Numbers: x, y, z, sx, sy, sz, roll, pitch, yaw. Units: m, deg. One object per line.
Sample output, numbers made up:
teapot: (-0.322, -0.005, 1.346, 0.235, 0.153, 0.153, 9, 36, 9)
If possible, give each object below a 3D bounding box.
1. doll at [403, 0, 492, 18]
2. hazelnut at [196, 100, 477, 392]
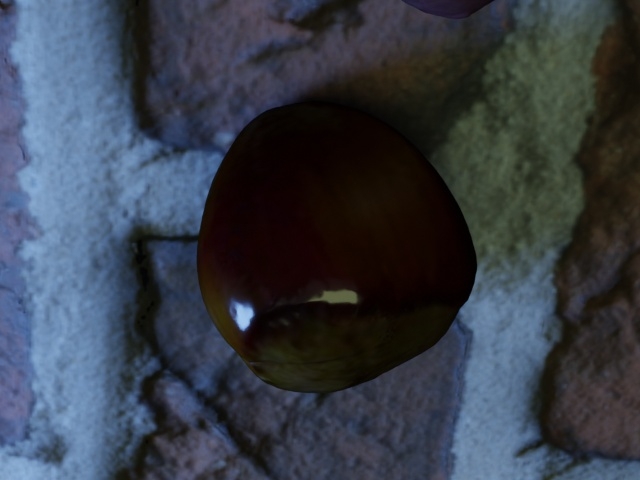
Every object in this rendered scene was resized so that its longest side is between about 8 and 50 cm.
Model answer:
doll: (0.148, -0.236, 0.832, 0.256, 0.196, 0.152, -16, 79, 10)
hazelnut: (0.000, 0.000, 0.939, 0.208, 0.208, 0.208, -1, 117, -2)
